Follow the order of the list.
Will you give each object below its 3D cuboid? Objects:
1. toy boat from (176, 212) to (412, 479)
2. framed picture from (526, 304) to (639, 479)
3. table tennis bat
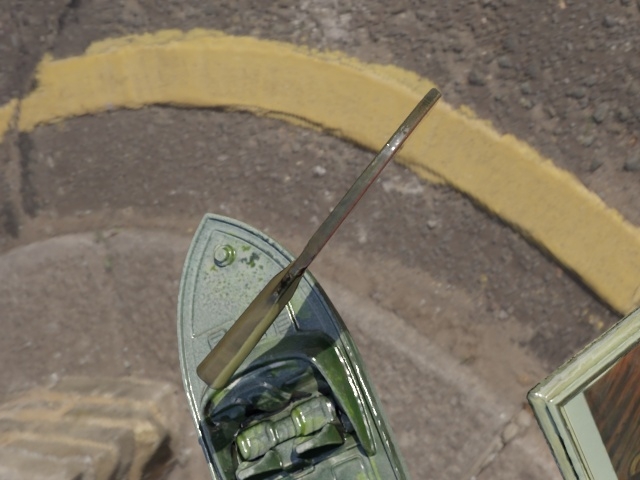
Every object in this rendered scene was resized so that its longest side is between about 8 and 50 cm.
[{"bbox_3d":[-0.031,0.121,0.785,0.141,0.092,0.320,-27,72,17],"label":"toy boat"},{"bbox_3d":[0.282,0.107,0.738,0.016,0.273,0.216,31,153,59],"label":"framed picture"},{"bbox_3d":[0.000,0.000,0.655,0.022,0.131,0.234,39,103,0],"label":"table tennis bat"}]
